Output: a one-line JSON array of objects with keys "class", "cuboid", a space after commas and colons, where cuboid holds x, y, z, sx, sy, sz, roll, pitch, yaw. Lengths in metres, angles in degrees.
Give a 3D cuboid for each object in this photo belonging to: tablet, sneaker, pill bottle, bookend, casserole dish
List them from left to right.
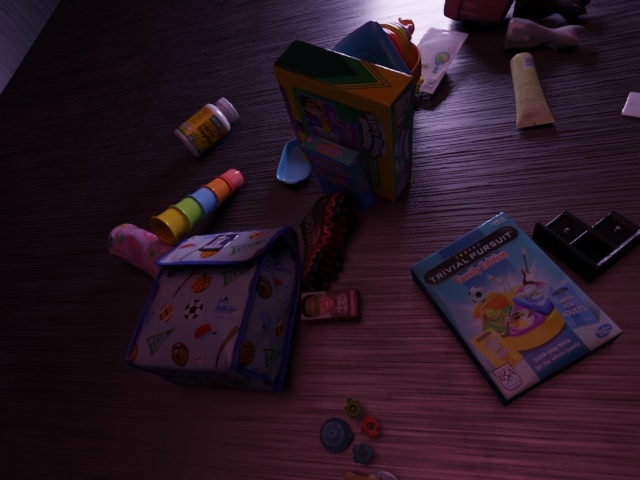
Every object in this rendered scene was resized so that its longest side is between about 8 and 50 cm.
[{"class": "pill bottle", "cuboid": [-0.391, -0.397, 1.461, 0.208, 0.117, 0.118, -42, 57, -9]}, {"class": "casserole dish", "cuboid": [-0.068, -0.243, 1.308, 0.114, 0.037, 0.188, 1, 61, 20]}, {"class": "sneaker", "cuboid": [0.000, 0.000, 1.108, 0.135, 0.098, 0.275, 8, 76, 46]}, {"class": "bookend", "cuboid": [0.591, -0.018, 0.925, 0.157, 0.072, 0.156, -36, 56, -4]}, {"class": "tablet", "cuboid": [0.815, -0.347, 1.081, 0.054, 0.006, 0.083, 22, 70, 28]}]

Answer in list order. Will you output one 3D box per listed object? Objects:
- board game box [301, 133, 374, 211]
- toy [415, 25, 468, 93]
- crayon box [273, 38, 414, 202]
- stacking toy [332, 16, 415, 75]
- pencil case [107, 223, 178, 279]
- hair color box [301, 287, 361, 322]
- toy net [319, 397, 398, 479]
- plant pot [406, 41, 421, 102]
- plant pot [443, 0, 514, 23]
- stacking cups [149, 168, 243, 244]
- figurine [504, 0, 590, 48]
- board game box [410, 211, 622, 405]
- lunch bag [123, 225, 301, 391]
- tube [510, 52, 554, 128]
[{"class": "board game box", "cuboid": [0.051, -0.177, 1.123, 0.160, 0.210, 0.047, 30, 74, 31]}, {"class": "toy", "cuboid": [0.352, -0.563, 1.339, 0.137, 0.056, 0.237, 27, 77, 26]}, {"class": "crayon box", "cuboid": [0.073, -0.288, 1.068, 0.313, 0.362, 0.106, 28, 71, 23]}, {"class": "stacking toy", "cuboid": [0.176, -0.507, 1.095, 0.166, 0.175, 0.301, -16, 32, 48]}, {"class": "pencil case", "cuboid": [-0.501, 0.043, 1.239, 0.284, 0.124, 0.124, 22, 70, 28]}, {"class": "hair color box", "cuboid": [0.025, 0.161, 1.029, 0.141, 0.043, 0.071, -8, 68, 16]}, {"class": "toy net", "cuboid": [0.097, 0.442, 0.846, 0.122, 0.045, 0.232, -38, 58, -8]}, {"class": "plant pot", "cuboid": [0.200, -0.452, 1.246, 0.205, 0.188, 0.205, -9, 58, 14]}, {"class": "plant pot", "cuboid": [0.521, -0.790, 1.344, 0.180, 0.201, 0.201, 32, 74, 15]}, {"class": "stacking cups", "cuboid": [-0.356, -0.117, 1.246, 0.096, 0.095, 0.316, 15, 45, 26]}, {"class": "figurine", "cuboid": [0.684, -0.661, 1.267, 0.210, 0.092, 0.214, 13, 67, 21]}, {"class": "board game box", "cuboid": [0.393, 0.132, 0.902, 0.254, 0.079, 0.336, -31, 56, 0]}, {"class": "lunch bag", "cuboid": [-0.237, 0.138, 1.017, 0.328, 0.239, 0.385, -4, 56, 25]}, {"class": "tube", "cuboid": [0.579, -0.416, 1.178, 0.070, 0.062, 0.239, -36, 46, 53]}]
